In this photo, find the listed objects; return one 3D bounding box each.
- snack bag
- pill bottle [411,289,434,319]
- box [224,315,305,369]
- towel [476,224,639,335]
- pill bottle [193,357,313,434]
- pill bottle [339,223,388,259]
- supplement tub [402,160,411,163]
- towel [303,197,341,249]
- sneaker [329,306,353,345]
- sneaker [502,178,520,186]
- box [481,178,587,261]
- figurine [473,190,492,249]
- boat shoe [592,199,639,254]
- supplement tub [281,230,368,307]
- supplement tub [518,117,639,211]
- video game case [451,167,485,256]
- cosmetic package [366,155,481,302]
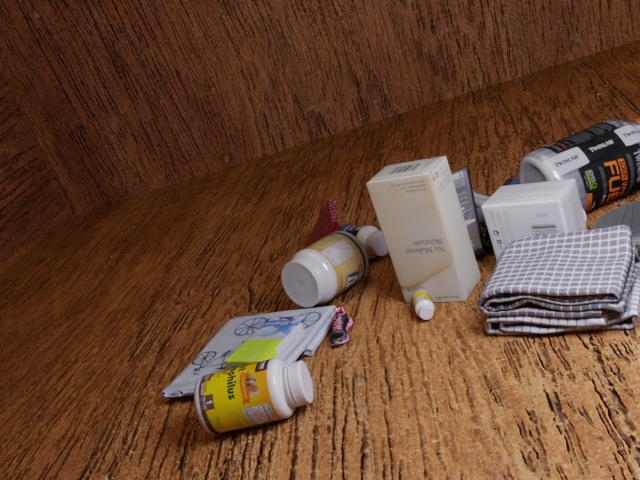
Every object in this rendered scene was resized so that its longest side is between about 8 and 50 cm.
[{"bbox_3d":[-0.153,0.258,1.648,0.323,0.037,0.342,-10,21,29],"label":"snack bag"},{"bbox_3d":[0.226,0.143,1.576,0.043,0.043,0.083,-18,20,5],"label":"pill bottle"},{"bbox_3d":[-0.114,0.229,1.562,0.109,0.042,0.178,-6,23,35],"label":"box"},{"bbox_3d":[0.472,0.077,1.396,0.284,0.121,0.235,-7,24,33],"label":"towel"},{"bbox_3d":[-0.127,0.297,1.388,0.215,0.117,0.117,-16,19,11],"label":"pill bottle"},{"bbox_3d":[0.113,0.004,1.989,0.094,0.094,0.169,-33,23,-34],"label":"pill bottle"},{"bbox_3d":[0.314,-0.194,2.299,0.117,0.117,0.190,-29,21,-24],"label":"supplement tub"},{"bbox_3d":[0.000,0.000,2.040,0.198,0.031,0.275,-62,10,16],"label":"towel"},{"bbox_3d":[0.040,0.190,1.610,0.047,0.057,0.119,-13,21,14],"label":"sneaker"},{"bbox_3d":[0.551,-0.139,1.999,0.085,0.058,0.152,-7,18,19],"label":"sneaker"},{"bbox_3d":[0.477,-0.026,1.578,0.182,0.181,0.119,-3,24,40],"label":"box"},{"bbox_3d":[0.421,-0.048,1.864,0.215,0.092,0.209,-30,30,-29],"label":"figurine"},{"bbox_3d":[0.728,-0.022,1.478,0.320,0.103,0.118,-12,39,37],"label":"boat shoe"},{"bbox_3d":[0.012,0.072,1.797,0.144,0.144,0.200,-2,19,42],"label":"supplement tub"},{"bbox_3d":[0.677,-0.182,1.791,0.316,0.193,0.193,-24,19,-9],"label":"supplement tub"},{"bbox_3d":[0.303,-0.050,1.827,0.196,0.026,0.274,-20,48,22],"label":"video game case"},{"bbox_3d":[0.234,-0.020,1.608,0.160,0.309,0.113,-7,22,36],"label":"cosmetic package"}]
